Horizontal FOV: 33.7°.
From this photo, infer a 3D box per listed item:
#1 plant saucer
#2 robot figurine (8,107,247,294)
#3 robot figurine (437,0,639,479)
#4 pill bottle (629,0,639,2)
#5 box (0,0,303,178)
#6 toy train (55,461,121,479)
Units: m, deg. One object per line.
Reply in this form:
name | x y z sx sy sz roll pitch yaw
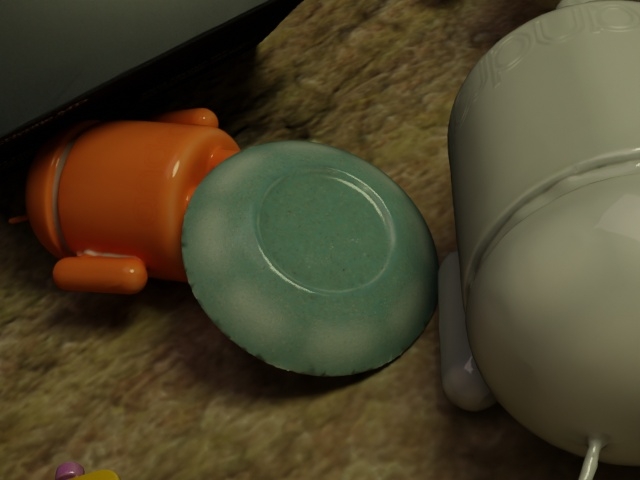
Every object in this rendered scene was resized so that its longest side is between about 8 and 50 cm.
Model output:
plant saucer | 0.000 0.000 0.753 0.195 0.037 0.195 8 59 -14
robot figurine | -0.143 -0.035 0.855 0.219 0.158 0.128 6 0 25
robot figurine | 0.183 -0.010 0.652 0.300 0.199 0.353 -45 26 32
pill bottle | 0.382 -0.192 0.821 0.283 0.160 0.160 -25 40 -10
box | -0.201 -0.207 0.923 0.343 0.179 0.312 -31 7 -16
toy train | -0.143 0.202 0.649 0.166 0.046 0.125 1 44 25
